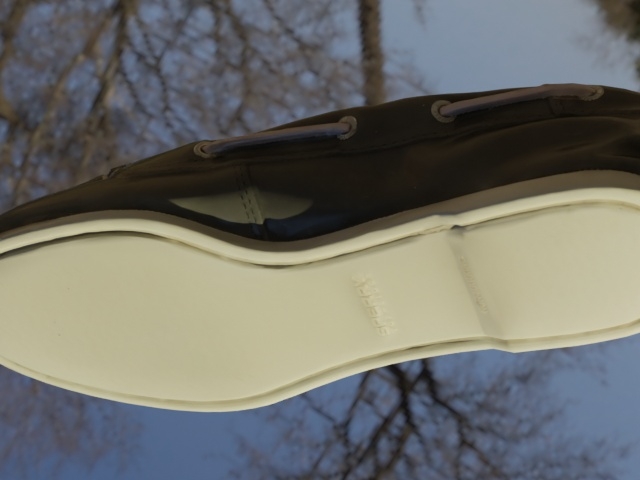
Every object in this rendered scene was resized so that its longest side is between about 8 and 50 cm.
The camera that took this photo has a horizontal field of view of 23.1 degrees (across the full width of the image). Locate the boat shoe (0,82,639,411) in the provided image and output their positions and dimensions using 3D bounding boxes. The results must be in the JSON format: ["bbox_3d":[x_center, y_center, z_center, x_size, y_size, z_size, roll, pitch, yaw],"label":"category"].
[{"bbox_3d":[0.000,0.000,0.682,0.335,0.112,0.095,-6,-145,18],"label":"boat shoe"}]
